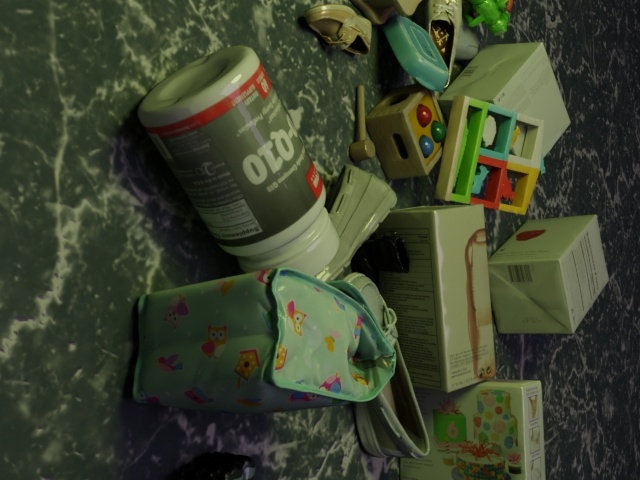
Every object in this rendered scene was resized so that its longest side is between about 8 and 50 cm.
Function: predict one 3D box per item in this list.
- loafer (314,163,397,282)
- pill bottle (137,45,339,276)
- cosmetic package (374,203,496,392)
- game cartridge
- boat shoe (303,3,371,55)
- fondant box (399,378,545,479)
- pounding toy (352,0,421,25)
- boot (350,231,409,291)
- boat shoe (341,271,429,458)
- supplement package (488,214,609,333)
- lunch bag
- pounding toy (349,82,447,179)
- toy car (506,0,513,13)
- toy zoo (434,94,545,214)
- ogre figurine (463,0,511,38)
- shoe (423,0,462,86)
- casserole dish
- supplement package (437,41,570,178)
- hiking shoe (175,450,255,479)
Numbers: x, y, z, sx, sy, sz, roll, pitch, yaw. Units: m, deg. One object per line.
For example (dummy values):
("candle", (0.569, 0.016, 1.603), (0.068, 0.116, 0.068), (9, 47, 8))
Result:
("loafer", (0.000, 0.000, 1.176), (0.111, 0.112, 0.319), (39, 48, 0))
("pill bottle", (-0.091, -0.084, 0.996), (0.283, 0.161, 0.161), (61, 43, -29))
("cosmetic package", (0.193, 0.090, 1.331), (0.129, 0.153, 0.296), (-9, 98, -37))
("game cartridge", (0.247, -0.518, 1.596), (0.196, 0.060, 0.294), (-10, 95, -50))
("boat shoe", (0.035, -0.339, 1.278), (0.170, 0.063, 0.059), (-2, 82, -54))
("fondant box", (0.259, 0.405, 1.353), (0.096, 0.238, 0.330), (3, 84, -53))
("pounding toy", (0.164, -0.509, 1.389), (0.154, 0.154, 0.269), (57, 47, -29))
("boot", (0.102, 0.044, 1.295), (0.045, 0.099, 0.121), (-35, 114, -48))
("boat shoe", (0.101, 0.204, 1.273), (0.118, 0.103, 0.321), (-24, 106, -52))
("supplement package", (0.520, 0.072, 1.793), (0.293, 0.177, 0.175), (-33, 112, -50))
("lunch bag", (-0.059, 0.133, 0.964), (0.262, 0.223, 0.160), (22, 62, -51))
("pounding toy", (0.135, -0.198, 1.372), (0.206, 0.094, 0.181), (-51, 126, -44))
("toy car", (0.365, -0.576, 1.758), (0.225, 0.053, 0.239), (-48, 123, -45))
("toy zoo", (0.341, -0.154, 1.503), (0.293, 0.030, 0.192), (7, 96, -40))
("ogre figurine", (0.335, -0.489, 1.597), (0.197, 0.096, 0.118), (63, 22, -50))
("shoe", (0.234, -0.393, 1.494), (0.058, 0.076, 0.219), (-123, -145, -73))
("casserole dish", (0.174, -0.342, 1.412), (0.114, 0.037, 0.188), (20, 39, -35))
("supplement package", (0.384, -0.269, 1.634), (0.194, 0.149, 0.203), (-48, 125, -24))
("hiking shoe", (-0.165, 0.358, 0.889), (0.304, 0.113, 0.132), (-22, 103, -52))
